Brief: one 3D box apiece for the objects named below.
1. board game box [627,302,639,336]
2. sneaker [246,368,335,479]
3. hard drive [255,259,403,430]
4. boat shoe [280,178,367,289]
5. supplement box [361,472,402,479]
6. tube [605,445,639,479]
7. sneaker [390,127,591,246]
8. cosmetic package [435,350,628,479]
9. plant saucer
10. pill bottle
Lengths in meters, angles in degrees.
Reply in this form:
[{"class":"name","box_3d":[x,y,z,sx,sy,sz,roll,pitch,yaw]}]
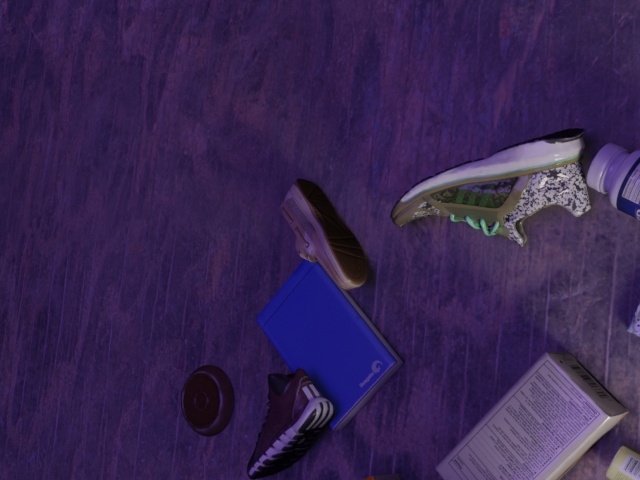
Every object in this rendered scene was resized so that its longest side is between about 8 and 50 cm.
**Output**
[{"class":"board game box","box_3d":[0.571,0.129,1.321,0.090,0.020,0.090,27,99,36]},{"class":"sneaker","box_3d":[-0.087,0.378,1.705,0.281,0.106,0.162,-50,54,28]},{"class":"hard drive","box_3d":[0.009,0.213,1.706,0.210,0.040,0.318,-51,58,19]},{"class":"boat shoe","box_3d":[0.000,0.000,1.710,0.098,0.109,0.302,-49,52,26]},{"class":"supplement box","box_3d":[0.111,0.482,1.553,0.062,0.098,0.036,-32,62,29]},{"class":"tube","box_3d":[0.574,0.415,1.257,0.240,0.062,0.070,29,141,31]},{"class":"sneaker","box_3d":[0.311,-0.063,1.479,0.410,0.158,0.182,-19,89,38]},{"class":"cosmetic package","box_3d":[0.361,0.345,1.374,0.296,0.129,0.153,-51,59,18]},{"class":"plant saucer","box_3d":[-0.276,0.381,1.897,0.168,0.029,0.168,-6,80,34]},{"class":"pill bottle","box_3d":[0.545,-0.087,1.317,0.187,0.112,0.112,35,103,35]}]
